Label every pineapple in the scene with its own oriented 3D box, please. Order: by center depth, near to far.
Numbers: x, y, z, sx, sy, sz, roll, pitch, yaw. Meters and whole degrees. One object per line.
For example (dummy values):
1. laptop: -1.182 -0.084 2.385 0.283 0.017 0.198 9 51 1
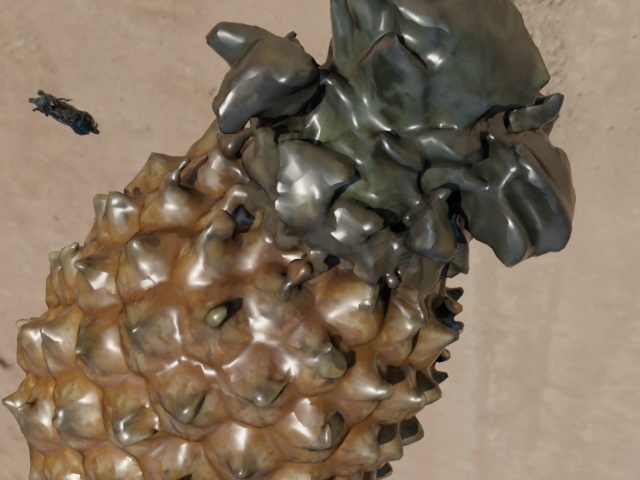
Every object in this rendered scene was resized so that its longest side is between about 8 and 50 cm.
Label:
1. pineapple: 0.001 0.002 0.396 0.223 0.223 0.357 27 126 -15

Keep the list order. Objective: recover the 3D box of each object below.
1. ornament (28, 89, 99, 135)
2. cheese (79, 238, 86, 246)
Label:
1. ornament: -0.252 -0.126 0.841 0.073 0.028 0.125 30 178 -19
2. cheese: -0.276 0.051 1.146 0.074 0.286 0.188 8 103 3
